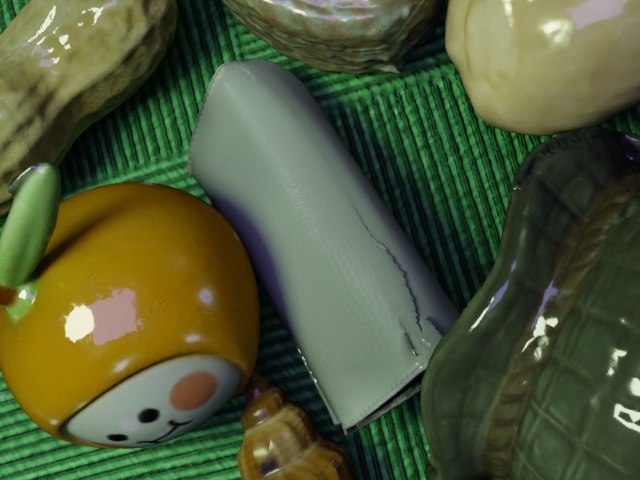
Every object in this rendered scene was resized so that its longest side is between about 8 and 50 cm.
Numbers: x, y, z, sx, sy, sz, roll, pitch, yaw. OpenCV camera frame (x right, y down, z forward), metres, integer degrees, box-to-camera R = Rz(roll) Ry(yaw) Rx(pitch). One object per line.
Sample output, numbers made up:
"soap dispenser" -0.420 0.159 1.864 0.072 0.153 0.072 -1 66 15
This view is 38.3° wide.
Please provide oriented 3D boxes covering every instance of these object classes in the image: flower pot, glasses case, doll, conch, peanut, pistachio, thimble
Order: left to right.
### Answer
"peanut" -0.233 -0.128 0.765 0.298 0.136 0.120 -44 112 2
"doll" -0.167 0.047 0.682 0.213 0.236 0.214 -19 60 37
"conch" -0.009 0.256 0.710 0.109 0.093 0.330 -16 83 2
"glasses case" -0.002 0.002 0.724 0.128 0.083 0.308 -49 60 33
"thimble" 0.002 -0.250 0.731 0.229 0.148 0.196 37 90 9
"pistachio" 0.225 -0.199 0.680 0.299 0.187 0.187 -39 79 -1
"flower pot" 0.216 0.074 0.598 0.213 0.302 0.302 24 89 24
